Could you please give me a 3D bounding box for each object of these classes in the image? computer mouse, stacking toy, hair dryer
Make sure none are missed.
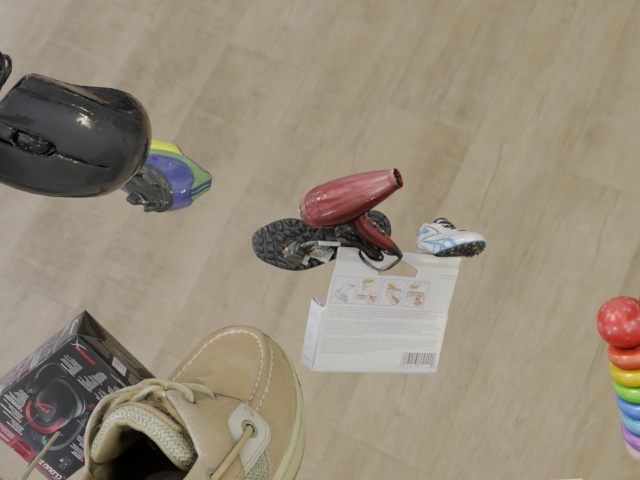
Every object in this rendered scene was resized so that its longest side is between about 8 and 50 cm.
[{"bbox_3d":[-0.264,-0.089,0.926,0.072,0.272,0.188,42,114,26],"label":"computer mouse"},{"bbox_3d":[0.560,0.239,1.622,0.141,0.330,0.141,-22,27,12],"label":"stacking toy"},{"bbox_3d":[0.067,-0.043,1.664,0.223,0.293,0.080,3,60,-18],"label":"hair dryer"}]

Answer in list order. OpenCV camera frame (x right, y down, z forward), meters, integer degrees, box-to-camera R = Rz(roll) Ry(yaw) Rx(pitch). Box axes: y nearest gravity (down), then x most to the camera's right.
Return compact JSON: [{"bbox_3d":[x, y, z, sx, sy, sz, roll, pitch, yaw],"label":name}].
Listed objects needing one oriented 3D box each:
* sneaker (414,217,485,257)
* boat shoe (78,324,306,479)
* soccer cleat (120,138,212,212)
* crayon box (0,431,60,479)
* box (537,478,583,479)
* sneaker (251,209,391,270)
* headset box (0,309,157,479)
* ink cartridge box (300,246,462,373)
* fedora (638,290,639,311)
[{"bbox_3d":[0.252,-0.005,1.856,0.085,0.237,0.086,3,87,-20],"label":"sneaker"},{"bbox_3d":[-0.085,0.129,0.550,0.109,0.098,0.302,-13,25,20],"label":"boat shoe"},{"bbox_3d":[-0.278,-0.122,1.406,0.121,0.093,0.289,-20,39,-40],"label":"soccer cleat"},{"bbox_3d":[-0.314,0.235,0.586,0.083,0.203,0.323,42,80,-5],"label":"crayon box"},{"bbox_3d":[0.257,0.456,1.418,0.300,0.142,0.154,-6,61,12],"label":"box"},{"bbox_3d":[0.000,0.000,1.923,0.283,0.124,0.107,-6,93,-4],"label":"sneaker"},{"bbox_3d":[-0.488,0.310,1.777,0.293,0.110,0.218,-39,109,11],"label":"headset box"},{"bbox_3d":[0.125,0.138,1.881,0.296,0.066,0.261,5,103,-27],"label":"ink cartridge box"},{"bbox_3d":[0.547,0.038,1.445,0.079,0.194,0.194,10,72,23],"label":"fedora"}]
